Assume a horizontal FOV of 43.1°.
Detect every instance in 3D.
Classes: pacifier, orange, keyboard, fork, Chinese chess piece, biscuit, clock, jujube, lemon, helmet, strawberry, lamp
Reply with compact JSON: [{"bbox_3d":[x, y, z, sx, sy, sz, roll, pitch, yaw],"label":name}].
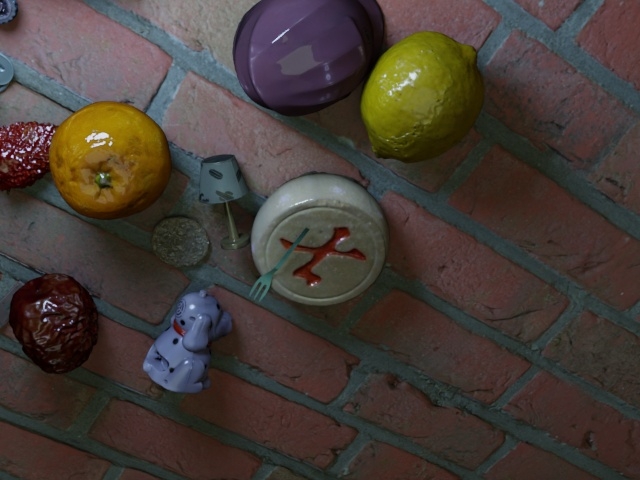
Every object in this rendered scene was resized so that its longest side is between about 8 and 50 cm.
[{"bbox_3d":[-0.720,-0.334,1.718,0.150,0.117,0.127,-19,147,4],"label":"pacifier"},{"bbox_3d":[-0.455,-0.173,1.767,0.261,0.261,0.261,-2,122,-3],"label":"orange"},{"bbox_3d":[-0.796,0.167,2.084,0.055,0.017,0.166,41,111,-20],"label":"keyboard"},{"bbox_3d":[-0.092,0.052,1.899,0.039,0.021,0.235,27,117,-23],"label":"fork"},{"bbox_3d":[0.000,0.000,1.961,0.337,0.140,0.338,-2,122,-3],"label":"Chinese chess piece"},{"bbox_3d":[-0.348,0.004,2.010,0.152,0.020,0.152,-2,124,-3],"label":"biscuit"},{"bbox_3d":[-0.333,0.242,2.092,0.188,0.189,0.254,22,103,-17],"label":"clock"},{"bbox_3d":[-0.651,0.206,2.002,0.212,0.213,0.232,-12,130,3],"label":"jujube"},{"bbox_3d":[0.209,-0.300,1.725,0.253,0.253,0.310,32,117,-21],"label":"lemon"},{"bbox_3d":[-0.023,-0.389,1.685,0.338,0.197,0.271,-16,119,7],"label":"helmet"},{"bbox_3d":[-0.676,-0.197,1.821,0.208,0.087,0.167,-32,117,14],"label":"strawberry"},{"bbox_3d":[-0.222,-0.089,1.898,0.121,0.121,0.215,-9,111,2],"label":"lamp"}]

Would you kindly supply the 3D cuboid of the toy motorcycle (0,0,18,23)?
[{"bbox_3d":[-0.692,-0.537,1.603,0.129,0.094,0.229,-9,117,4],"label":"toy motorcycle"}]
